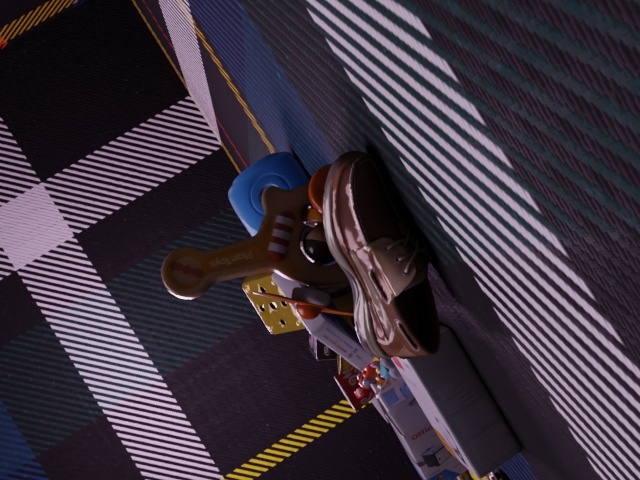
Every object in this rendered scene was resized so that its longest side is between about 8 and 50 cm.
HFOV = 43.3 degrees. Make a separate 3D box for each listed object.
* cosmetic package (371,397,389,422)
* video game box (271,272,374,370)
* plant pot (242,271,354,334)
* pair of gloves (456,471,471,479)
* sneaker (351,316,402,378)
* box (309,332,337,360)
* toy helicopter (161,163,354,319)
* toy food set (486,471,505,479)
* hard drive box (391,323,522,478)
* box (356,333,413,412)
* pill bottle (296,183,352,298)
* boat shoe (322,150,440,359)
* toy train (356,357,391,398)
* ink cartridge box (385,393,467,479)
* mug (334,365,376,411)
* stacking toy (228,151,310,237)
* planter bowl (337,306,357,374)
[{"bbox_3d":[0.187,0.435,2.437,0.127,0.107,0.238,49,166,42],"label":"cosmetic package"},{"bbox_3d":[0.005,0.158,1.664,0.187,0.048,0.205,45,-176,-42],"label":"video game box"},{"bbox_3d":[-0.053,0.104,1.886,0.212,0.187,0.212,-18,106,51],"label":"plant pot"},{"bbox_3d":[0.348,0.602,2.254,0.240,0.042,0.204,54,173,41],"label":"pair of gloves"},{"bbox_3d":[0.114,0.168,1.640,0.153,0.101,0.269,50,173,40],"label":"sneaker"},{"bbox_3d":[0.004,0.188,2.265,0.216,0.060,0.270,-174,83,-84],"label":"box"},{"bbox_3d":[-0.073,0.033,1.280,0.140,0.354,0.235,107,148,-82],"label":"toy helicopter"},{"bbox_3d":[0.378,0.514,1.614,0.132,0.038,0.192,64,-179,14],"label":"toy food set"},{"bbox_3d":[0.213,0.253,1.341,0.232,0.089,0.181,59,174,-4],"label":"hard drive box"},{"bbox_3d":[0.158,0.303,1.920,0.203,0.114,0.103,56,176,19],"label":"box"},{"bbox_3d":[0.000,0.000,1.640,0.219,0.122,0.123,60,174,-19],"label":"pill bottle"},{"bbox_3d":[0.098,0.025,1.112,0.116,0.123,0.325,5,126,39],"label":"boat shoe"},{"bbox_3d":[0.135,0.296,1.793,0.046,0.125,0.166,19,178,-15],"label":"toy train"},{"bbox_3d":[0.234,0.389,1.613,0.191,0.139,0.082,62,174,-35],"label":"ink cartridge box"},{"bbox_3d":[0.143,0.384,2.197,0.113,0.169,0.150,62,172,-30],"label":"mug"},{"bbox_3d":[-0.074,-0.082,1.860,0.166,0.175,0.302,58,-172,13],"label":"stacking toy"},{"bbox_3d":[0.091,0.246,2.146,0.217,0.090,0.217,179,90,-89],"label":"planter bowl"}]
